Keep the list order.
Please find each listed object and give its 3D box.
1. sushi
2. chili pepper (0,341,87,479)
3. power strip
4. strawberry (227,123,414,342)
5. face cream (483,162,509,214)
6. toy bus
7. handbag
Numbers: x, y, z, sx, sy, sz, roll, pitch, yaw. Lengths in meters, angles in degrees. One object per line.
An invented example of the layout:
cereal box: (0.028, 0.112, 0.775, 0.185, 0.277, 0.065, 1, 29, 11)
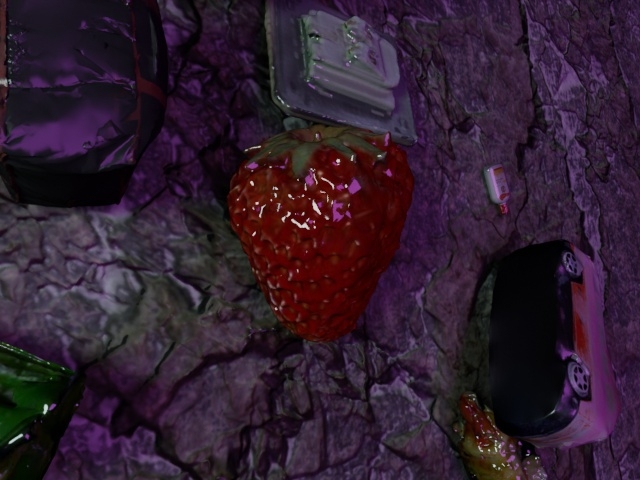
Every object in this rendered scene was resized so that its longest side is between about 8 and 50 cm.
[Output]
sushi: (0.263, 0.313, 0.743, 0.103, 0.097, 0.226, -33, 102, -31)
chili pepper: (-0.357, 0.125, 0.317, 0.385, 0.213, 0.167, 17, 118, -27)
power strip: (0.038, -0.228, 0.643, 0.213, 0.064, 0.198, 8, 62, -33)
strawberry: (0.000, 0.000, 0.578, 0.205, 0.205, 0.244, -18, 118, -33)
face cream: (0.291, -0.084, 0.851, 0.040, 0.021, 0.083, -21, 97, -32)
toy bus: (0.331, 0.144, 0.746, 0.147, 0.127, 0.303, 32, 51, -24)
handbag: (-0.212, -0.141, 0.441, 0.155, 0.169, 0.215, 2, 81, -30)
